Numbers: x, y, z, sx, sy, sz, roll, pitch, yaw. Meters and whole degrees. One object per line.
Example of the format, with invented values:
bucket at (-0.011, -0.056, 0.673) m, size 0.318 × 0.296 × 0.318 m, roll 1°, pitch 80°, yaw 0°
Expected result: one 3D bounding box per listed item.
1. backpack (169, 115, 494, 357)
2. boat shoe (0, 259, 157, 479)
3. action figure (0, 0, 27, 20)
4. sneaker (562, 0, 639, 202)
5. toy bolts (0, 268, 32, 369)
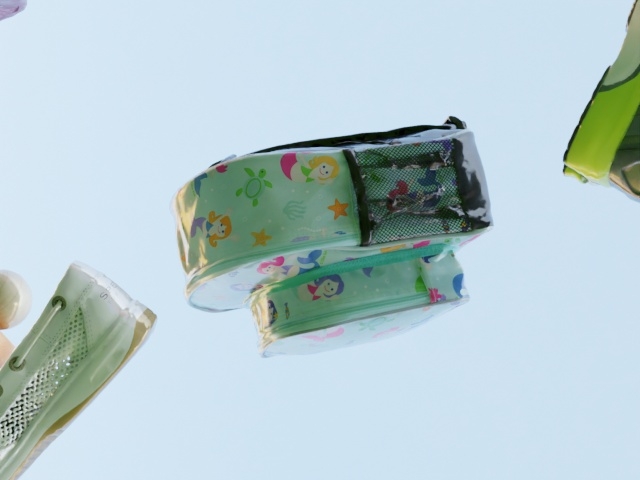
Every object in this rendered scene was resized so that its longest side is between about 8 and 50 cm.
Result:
backpack at (0.000, 0.000, 1.285) m, size 0.225 × 0.254 × 0.191 m, roll 144°, pitch -58°, yaw -68°
boat shoe at (-0.244, 0.129, 1.096) m, size 0.096 × 0.098 × 0.277 m, roll 43°, pitch -90°, yaw -4°
action figure at (-0.235, -0.247, 0.893) m, size 0.275 × 0.248 × 0.370 m, roll 57°, pitch -35°, yaw 2°
sneaker at (0.297, -0.145, 1.146) m, size 0.121 × 0.111 × 0.300 m, roll 31°, pitch -47°, yaw 14°
toy bolts at (-0.372, 0.098, 1.524) m, size 0.228 × 0.218 × 0.158 m, roll 32°, pitch -108°, yaw 36°
